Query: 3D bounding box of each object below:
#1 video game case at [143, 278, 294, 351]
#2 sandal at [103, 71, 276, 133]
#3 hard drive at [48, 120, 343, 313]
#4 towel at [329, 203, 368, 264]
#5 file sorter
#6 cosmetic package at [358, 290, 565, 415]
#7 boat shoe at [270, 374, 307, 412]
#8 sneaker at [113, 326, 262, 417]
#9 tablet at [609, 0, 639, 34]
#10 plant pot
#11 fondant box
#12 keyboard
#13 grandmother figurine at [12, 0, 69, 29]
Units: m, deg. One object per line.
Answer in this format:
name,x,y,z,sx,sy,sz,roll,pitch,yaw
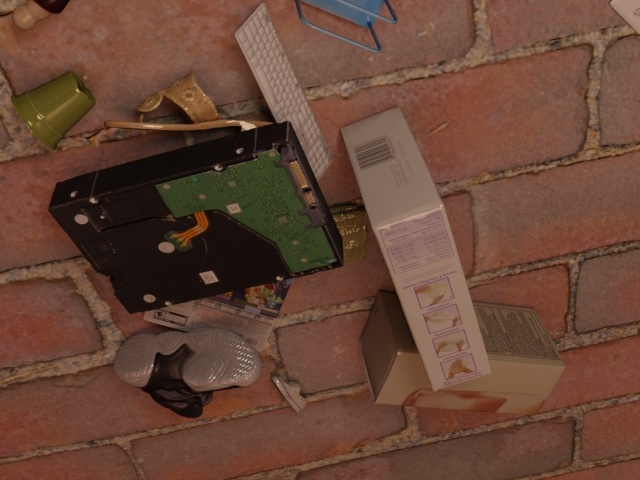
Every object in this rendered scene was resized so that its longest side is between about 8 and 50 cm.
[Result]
video game case,-0.158,0.080,1.273,0.201,0.023,0.183,17,124,-10
sandal,-0.159,-0.178,1.068,0.240,0.088,0.079,2,97,-20
hard drive,-0.161,-0.022,1.122,0.338,0.064,0.237,-13,135,14
towel,0.000,0.000,1.253,0.148,0.027,0.110,-8,128,-4
file sorter,0.055,-0.324,0.954,0.118,0.104,0.170,16,123,-22
cosmetic package,0.230,0.191,1.367,0.296,0.153,0.129,9,125,-15
boat shoe,-0.053,0.266,1.456,0.035,0.035,0.100,-42,124,-11
sneaker,-0.190,0.216,1.318,0.268,0.101,0.153,-2,144,27
tablet,0.429,-0.312,1.092,0.083,0.006,0.054,31,118,-29
plant pot,-0.330,-0.171,1.033,0.079,0.083,0.083,-35,127,1
fondant box,0.136,0.016,1.152,0.096,0.238,0.330,-20,129,6
keyboard,-0.043,-0.182,1.076,0.014,0.072,0.256,1,136,31
grandmother figurine,-0.338,-0.327,0.889,0.342,0.104,0.208,-8,138,0
